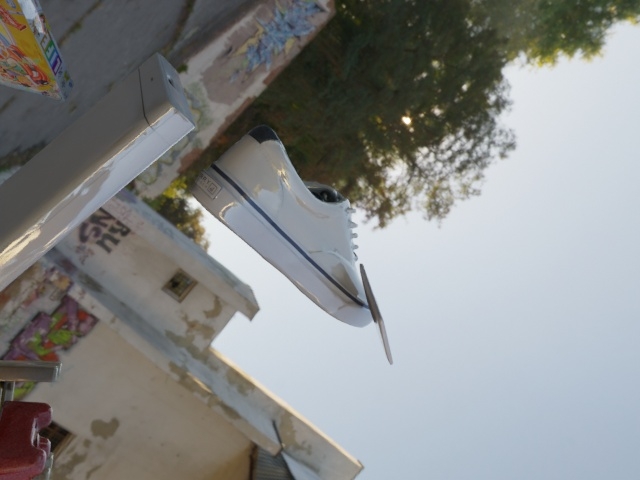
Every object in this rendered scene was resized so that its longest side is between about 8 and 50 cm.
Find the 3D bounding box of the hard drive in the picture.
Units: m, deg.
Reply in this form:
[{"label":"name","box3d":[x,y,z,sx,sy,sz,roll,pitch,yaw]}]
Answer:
[{"label":"hard drive","box3d":[-0.319,-0.085,0.635,0.353,0.047,0.233,-38,-142,6]}]

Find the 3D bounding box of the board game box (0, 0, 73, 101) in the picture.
[{"label":"board game box","box3d":[-0.313,-0.201,0.481,0.154,0.104,0.026,120,-17,-68]}]

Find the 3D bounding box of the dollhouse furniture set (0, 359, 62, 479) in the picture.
[{"label":"dollhouse furniture set","box3d":[-0.278,0.274,0.333,0.201,0.152,0.373,159,-67,-63]}]

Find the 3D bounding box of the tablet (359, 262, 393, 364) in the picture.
[{"label":"tablet","box3d":[0.048,0.063,0.438,0.006,0.054,0.083,-15,-148,1]}]

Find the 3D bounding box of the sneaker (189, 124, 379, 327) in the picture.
[{"label":"sneaker","box3d":[0.000,0.000,0.466,0.091,0.258,0.094,-47,-135,-1]}]
